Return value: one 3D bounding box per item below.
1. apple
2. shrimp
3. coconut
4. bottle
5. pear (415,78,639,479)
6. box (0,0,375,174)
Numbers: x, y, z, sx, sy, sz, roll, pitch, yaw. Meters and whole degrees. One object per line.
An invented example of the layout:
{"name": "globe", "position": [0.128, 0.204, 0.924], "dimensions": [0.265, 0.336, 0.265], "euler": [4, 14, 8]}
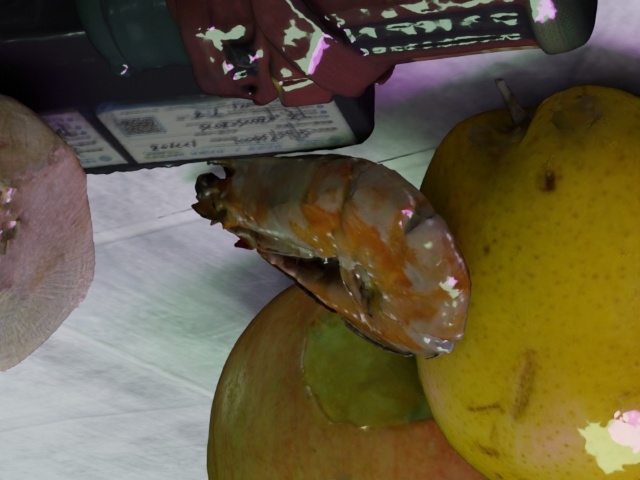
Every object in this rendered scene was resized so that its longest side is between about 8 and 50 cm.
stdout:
{"name": "apple", "position": [0.069, 0.186, 1.627], "dimensions": [0.339, 0.340, 0.339], "euler": [0, 158, 0]}
{"name": "shrimp", "position": [-0.001, 0.000, 1.350], "dimensions": [0.062, 0.154, 0.294], "euler": [-31, -151, -25]}
{"name": "coconut", "position": [-0.224, -0.006, 1.180], "dimensions": [0.194, 0.194, 0.194], "euler": [0, 158, 0]}
{"name": "bottle", "position": [0.001, -0.149, 1.027], "dimensions": [0.271, 0.156, 0.143], "euler": [-6, -170, 17]}
{"name": "pear", "position": [0.203, 0.037, 1.364], "dimensions": [0.285, 0.285, 0.336], "euler": [2, 119, -4]}
{"name": "box", "position": [-0.152, -0.104, 1.245], "dimensions": [0.350, 0.058, 0.211], "euler": [-5, 159, 13]}
